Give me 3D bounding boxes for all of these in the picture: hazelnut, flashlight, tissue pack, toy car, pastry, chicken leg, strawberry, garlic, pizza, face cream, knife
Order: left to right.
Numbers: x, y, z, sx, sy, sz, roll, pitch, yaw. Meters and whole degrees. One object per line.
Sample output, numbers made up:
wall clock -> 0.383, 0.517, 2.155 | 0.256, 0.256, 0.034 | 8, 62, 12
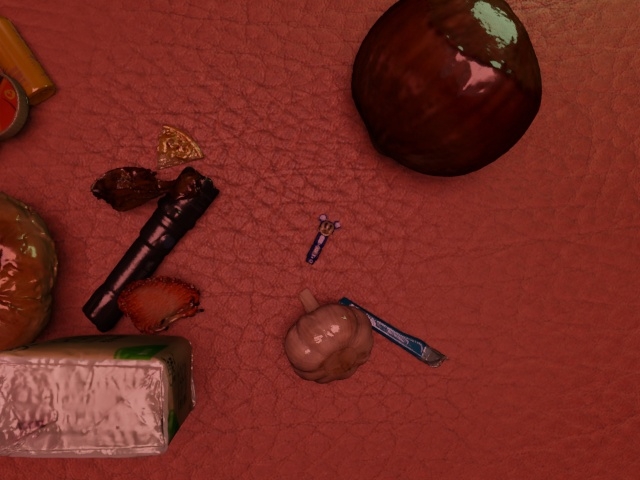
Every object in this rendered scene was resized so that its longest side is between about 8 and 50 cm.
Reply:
pastry -> -0.753, 0.084, 1.440 | 0.410, 0.245, 0.409 | 0, 89, -7
toy car -> -0.756, -0.296, 1.489 | 0.235, 0.145, 0.234 | 0, 90, 2
face cream -> -0.710, -0.440, 1.538 | 0.078, 0.078, 0.273 | -34, 91, -4
tissue pack -> -0.442, 0.301, 1.381 | 0.332, 0.405, 0.205 | 0, 86, -4
flashlight -> -0.389, 0.021, 1.542 | 0.103, 0.103, 0.424 | 37, 87, -2
chicken leg -> -0.373, -0.111, 1.487 | 0.305, 0.093, 0.113 | 5, 50, 34
strawberry -> -0.362, 0.116, 1.508 | 0.167, 0.208, 0.087 | -29, 55, -11
pizza -> -0.342, -0.204, 1.585 | 0.123, 0.026, 0.108 | 38, 89, -3
flashlight -> 0.000, 0.000, 1.599 | 0.057, 0.035, 0.121 | 27, 87, -4
garlic -> 0.006, 0.203, 1.551 | 0.219, 0.218, 0.212 | -28, 50, -4
knife -> 0.171, 0.219, 1.613 | 0.297, 0.026, 0.044 | 32, 84, 0
hazelnut -> 0.269, -0.344, 1.484 | 0.421, 0.353, 0.420 | 9, 111, 23
